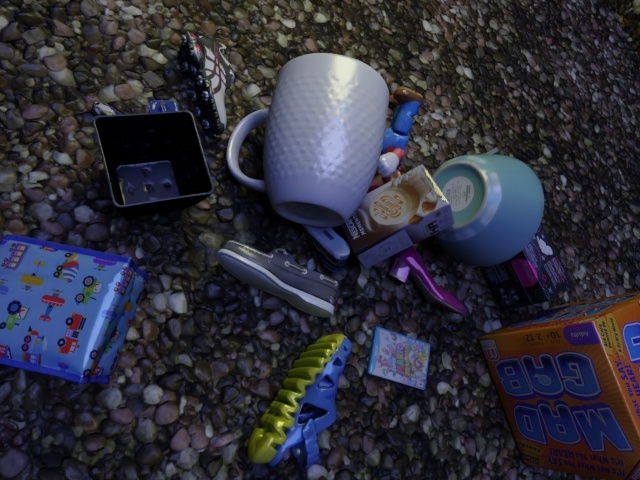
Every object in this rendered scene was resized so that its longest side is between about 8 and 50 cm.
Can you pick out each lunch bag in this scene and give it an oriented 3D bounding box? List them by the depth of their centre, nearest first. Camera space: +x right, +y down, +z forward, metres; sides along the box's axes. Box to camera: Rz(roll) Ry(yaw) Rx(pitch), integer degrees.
[{"bbox_3d":[-0.504,0.115,0.805,0.294,0.138,0.220,15,70,-2],"label":"lunch bag"},{"bbox_3d":[-0.359,-0.278,1.034,0.067,0.065,0.098,-12,79,-27],"label":"lunch bag"}]

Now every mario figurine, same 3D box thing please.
[{"bbox_3d":[0.161,-0.242,1.191,0.198,0.170,0.320,16,88,-61],"label":"mario figurine"}]

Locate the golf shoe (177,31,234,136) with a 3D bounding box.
[{"bbox_3d":[-0.259,-0.387,1.098,0.120,0.105,0.272,-10,78,-34],"label":"golf shoe"}]

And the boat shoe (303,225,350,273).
[{"bbox_3d":[0.000,0.000,1.114,0.065,0.083,0.183,-22,56,-29],"label":"boat shoe"}]

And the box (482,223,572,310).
[{"bbox_3d":[0.572,0.054,1.297,0.142,0.163,0.247,-21,83,-32],"label":"box"}]

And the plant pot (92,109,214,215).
[{"bbox_3d":[-0.351,-0.140,0.935,0.188,0.167,0.187,-13,79,-27],"label":"plant pot"}]

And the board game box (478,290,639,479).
[{"bbox_3d":[0.714,0.353,1.152,0.357,0.356,0.356,-12,78,-27],"label":"board game box"}]

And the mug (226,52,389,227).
[{"bbox_3d":[-0.044,-0.214,1.054,0.375,0.276,0.327,6,73,15],"label":"mug"}]

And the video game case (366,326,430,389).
[{"bbox_3d":[0.200,0.298,1.131,0.167,0.015,0.119,21,66,-17],"label":"video game case"}]

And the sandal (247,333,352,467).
[{"bbox_3d":[-0.019,0.348,0.963,0.138,0.126,0.317,39,70,-13],"label":"sandal"}]

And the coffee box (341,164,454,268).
[{"bbox_3d":[0.179,-0.056,1.096,0.247,0.098,0.141,-28,55,7],"label":"coffee box"}]

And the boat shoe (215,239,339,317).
[{"bbox_3d":[-0.090,0.075,1.021,0.305,0.109,0.091,30,63,-20],"label":"boat shoe"}]

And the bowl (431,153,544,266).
[{"bbox_3d":[0.384,-0.095,1.155,0.163,0.312,0.311,13,67,-42],"label":"bowl"}]

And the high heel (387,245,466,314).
[{"bbox_3d":[0.302,0.102,1.206,0.244,0.082,0.117,29,73,1],"label":"high heel"}]

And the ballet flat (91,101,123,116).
[{"bbox_3d":[-0.458,-0.273,1.002,0.115,0.041,0.041,31,63,-13],"label":"ballet flat"}]

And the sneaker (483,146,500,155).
[{"bbox_3d":[0.518,-0.206,1.402,0.222,0.083,0.118,-31,88,-30],"label":"sneaker"}]
